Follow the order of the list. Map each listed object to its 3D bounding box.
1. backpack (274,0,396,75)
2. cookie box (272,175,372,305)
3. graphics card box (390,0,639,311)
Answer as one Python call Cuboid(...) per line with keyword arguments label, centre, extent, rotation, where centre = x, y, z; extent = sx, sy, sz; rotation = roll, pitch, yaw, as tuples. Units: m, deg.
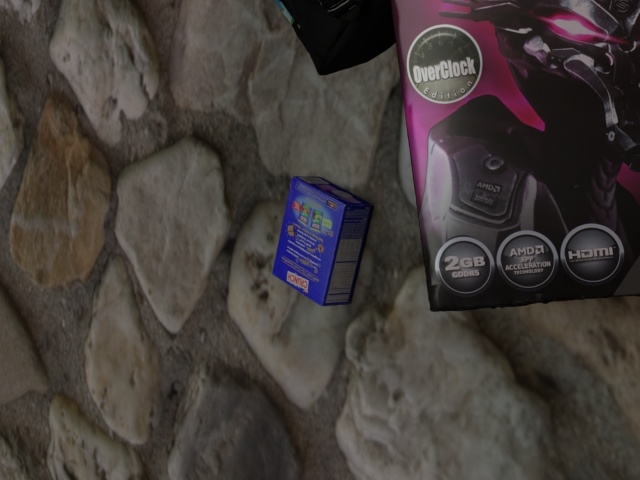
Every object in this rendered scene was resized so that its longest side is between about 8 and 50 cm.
Cuboid(label="backpack", centre=(0.005, -0.378, 1.180), extent=(0.355, 0.273, 0.290), rotation=(44, 128, 11))
Cuboid(label="cookie box", centre=(0.000, 0.000, 1.334), extent=(0.092, 0.040, 0.107), rotation=(31, 114, 47))
Cuboid(label="graphics card box", centre=(0.172, -0.142, 0.951), extent=(0.232, 0.094, 0.371), rotation=(-5, 97, 18))
